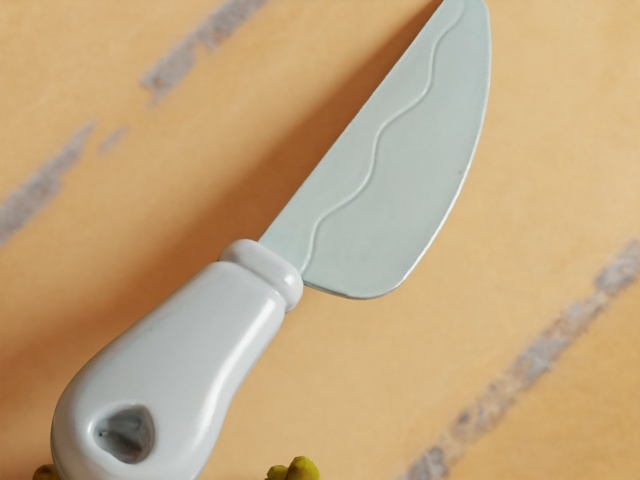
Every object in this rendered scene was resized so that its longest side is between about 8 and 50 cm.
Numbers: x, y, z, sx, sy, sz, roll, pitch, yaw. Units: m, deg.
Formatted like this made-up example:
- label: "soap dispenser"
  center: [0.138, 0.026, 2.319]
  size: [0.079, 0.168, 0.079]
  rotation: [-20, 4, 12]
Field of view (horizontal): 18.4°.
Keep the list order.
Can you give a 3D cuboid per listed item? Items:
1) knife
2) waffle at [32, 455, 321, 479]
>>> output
- label: "knife"
  center: [0.001, 0.002, 0.919]
  size: [0.080, 0.044, 0.331]
  rotation: [38, 63, 10]
- label: "waffle"
  center: [-0.069, 0.198, 0.885]
  size: [0.231, 0.051, 0.229]
  rotation: [-28, 84, -11]
